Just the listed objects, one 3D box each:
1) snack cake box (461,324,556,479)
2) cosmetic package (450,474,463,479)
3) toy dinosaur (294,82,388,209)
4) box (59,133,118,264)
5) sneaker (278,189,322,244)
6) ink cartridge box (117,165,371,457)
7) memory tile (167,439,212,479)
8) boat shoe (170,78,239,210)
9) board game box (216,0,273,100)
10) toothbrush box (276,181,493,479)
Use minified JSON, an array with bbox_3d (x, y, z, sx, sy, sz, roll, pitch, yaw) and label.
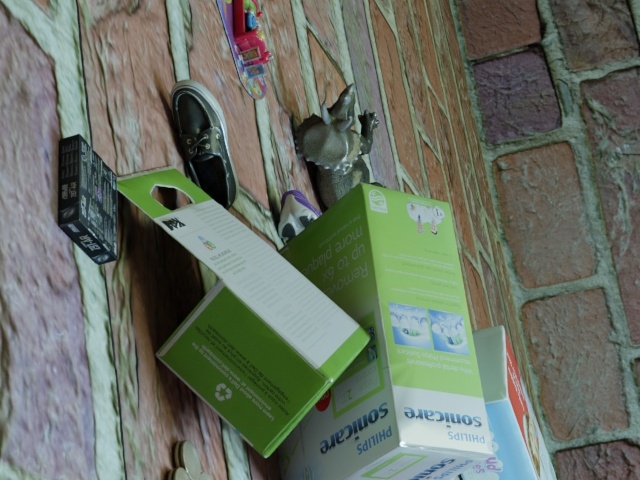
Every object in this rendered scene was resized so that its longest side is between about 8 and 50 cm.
[{"bbox_3d":[0.223,0.257,1.719,0.152,0.089,0.264,-78,151,-58],"label":"snack cake box"},{"bbox_3d":[0.120,0.348,1.678,0.153,0.129,0.296,59,22,-46],"label":"cosmetic package"},{"bbox_3d":[0.040,-0.076,1.901,0.160,0.121,0.313,-59,139,-55],"label":"toy dinosaur"},{"bbox_3d":[-0.183,-0.032,1.098,0.067,0.018,0.083,54,25,-55],"label":"box"},{"bbox_3d":[0.000,0.000,1.701,0.071,0.068,0.170,-99,166,-45],"label":"sneaker"},{"bbox_3d":[-0.092,0.053,1.249,0.255,0.097,0.189,41,14,5],"label":"ink cartridge box"},{"bbox_3d":[-0.097,0.249,1.160,0.113,0.012,0.148,-82,153,-58],"label":"memory tile"},{"bbox_3d":[-0.114,-0.091,1.377,0.040,0.049,0.142,-79,153,-60],"label":"boat shoe"},{"bbox_3d":[-0.083,-0.258,1.704,0.133,0.033,0.169,-42,117,-74],"label":"board game box"},{"bbox_3d":[0.048,0.117,1.419,0.122,0.206,0.283,10,58,-33],"label":"toothbrush box"}]
